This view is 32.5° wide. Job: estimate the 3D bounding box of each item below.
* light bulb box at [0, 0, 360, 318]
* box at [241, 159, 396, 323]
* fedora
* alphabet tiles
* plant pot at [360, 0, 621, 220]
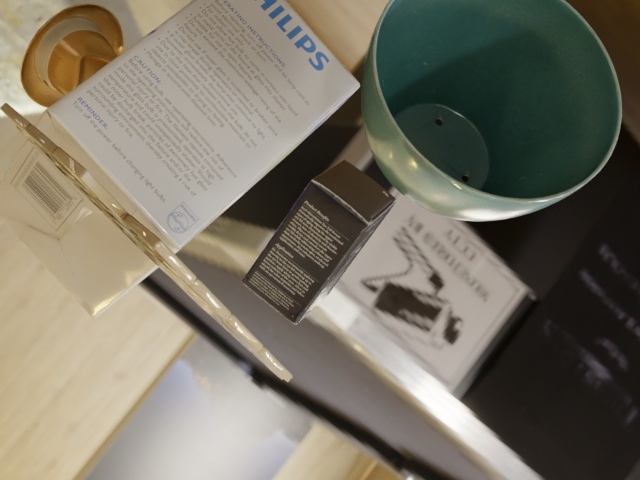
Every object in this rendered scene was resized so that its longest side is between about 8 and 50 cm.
[{"bbox_3d":[-0.201,-0.125,1.457,0.225,0.361,0.358,48,148,-6],"label":"light bulb box"},{"bbox_3d":[0.000,0.000,1.640,0.108,0.207,0.153,38,-157,6],"label":"box"},{"bbox_3d":[-0.357,-0.261,1.658,0.079,0.194,0.194,42,171,27],"label":"fedora"},{"bbox_3d":[-0.161,0.008,1.047,0.285,0.011,0.342,36,169,45],"label":"alphabet tiles"},{"bbox_3d":[0.166,-0.140,1.260,0.290,0.290,0.195,39,153,1],"label":"plant pot"}]
